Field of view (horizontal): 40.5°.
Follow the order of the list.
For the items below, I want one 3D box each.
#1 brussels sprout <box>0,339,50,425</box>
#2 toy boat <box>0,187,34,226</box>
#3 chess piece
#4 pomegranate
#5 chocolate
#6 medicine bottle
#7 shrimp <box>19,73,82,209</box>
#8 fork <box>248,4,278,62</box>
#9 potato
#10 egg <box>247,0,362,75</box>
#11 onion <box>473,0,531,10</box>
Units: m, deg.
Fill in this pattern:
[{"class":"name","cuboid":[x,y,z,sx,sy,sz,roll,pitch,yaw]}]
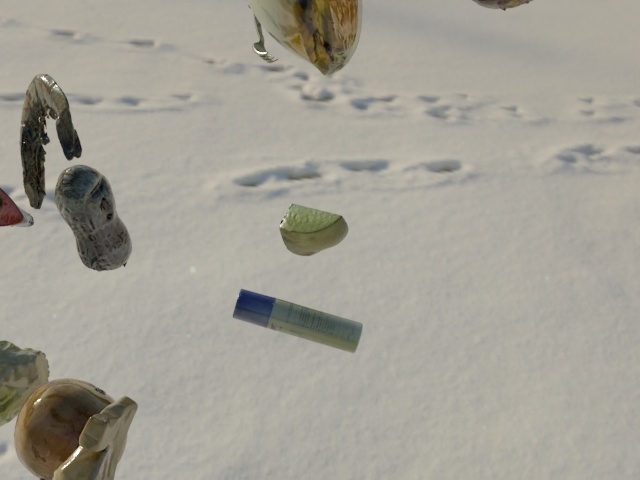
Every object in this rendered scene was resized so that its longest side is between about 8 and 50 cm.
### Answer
[{"class":"brussels sprout","cuboid":[-0.872,0.386,2.255,0.317,0.242,0.274,-25,-17,22]},{"class":"toy boat","cuboid":[-0.777,-0.098,1.868,0.392,0.136,0.079,19,-6,17]},{"class":"chess piece","cuboid":[-0.433,0.430,1.615,0.137,0.301,0.137,26,8,-4]},{"class":"pomegranate","cuboid":[-0.576,0.456,1.978,0.252,0.270,0.229,28,-6,-3]},{"class":"chocolate","cuboid":[-0.418,-0.038,1.598,0.110,0.248,0.110,-4,41,4]},{"class":"medicine bottle","cuboid":[-0.041,0.145,1.569,0.231,0.059,0.059,16,27,-2]},{"class":"shrimp","cuboid":[-0.348,-0.112,1.119,0.035,0.195,0.148,-12,32,-41]},{"class":"fork","cuboid":[-0.111,-0.364,1.520,0.034,0.028,0.219,25,28,-31]},{"class":"potato","cuboid":[0.000,0.000,1.755,0.120,0.149,0.081,16,71,30]},{"class":"egg","cuboid":[-0.039,-0.414,1.425,0.174,0.286,0.264,-4,21,24]},{"class":"onion","cuboid":[0.355,-0.519,1.580,0.135,0.198,0.173,8,-3,-27]}]
